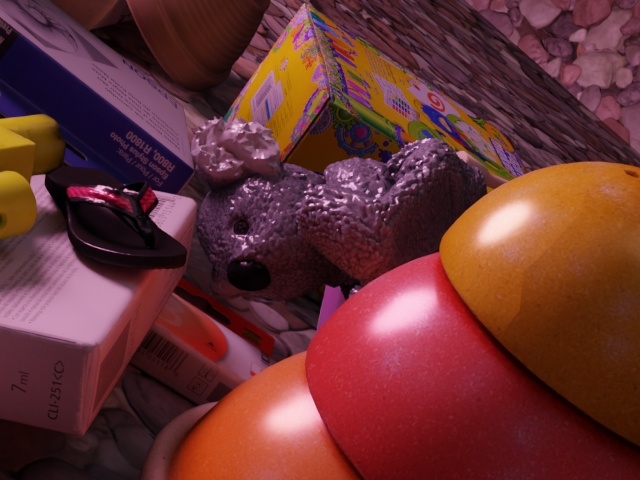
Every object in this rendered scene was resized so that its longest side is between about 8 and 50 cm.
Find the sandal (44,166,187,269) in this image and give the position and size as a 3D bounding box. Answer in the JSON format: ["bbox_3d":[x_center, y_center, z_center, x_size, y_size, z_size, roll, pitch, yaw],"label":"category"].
[{"bbox_3d":[-0.141,-0.026,1.006,0.067,0.040,0.179,2,22,-29],"label":"sandal"}]

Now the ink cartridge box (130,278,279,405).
[{"bbox_3d":[-0.087,0.066,1.172,0.145,0.045,0.179,34,21,-11],"label":"ink cartridge box"}]

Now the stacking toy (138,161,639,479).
[{"bbox_3d":[0.151,0.079,0.879,0.350,0.480,0.350,33,19,-13],"label":"stacking toy"}]

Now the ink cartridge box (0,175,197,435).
[{"bbox_3d":[-0.237,0.012,0.999,0.261,0.066,0.296,13,19,3],"label":"ink cartridge box"}]

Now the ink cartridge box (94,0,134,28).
[{"bbox_3d":[-0.261,-0.313,1.700,0.139,0.082,0.191,38,20,3],"label":"ink cartridge box"}]

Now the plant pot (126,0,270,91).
[{"bbox_3d":[-0.127,-0.291,1.674,0.237,0.110,0.237,-17,90,-72],"label":"plant pot"}]

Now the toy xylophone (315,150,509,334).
[{"bbox_3d":[0.157,0.069,1.329,0.323,0.236,0.081,28,-18,-23],"label":"toy xylophone"}]

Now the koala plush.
[{"bbox_3d":[0.000,0.000,1.183,0.221,0.196,0.203,9,38,28],"label":"koala plush"}]

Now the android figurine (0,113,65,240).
[{"bbox_3d":[-0.300,-0.058,0.956,0.248,0.056,0.273,26,25,28],"label":"android figurine"}]

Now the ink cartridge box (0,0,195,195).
[{"bbox_3d":[-0.198,-0.124,1.216,0.223,0.045,0.224,38,14,-22],"label":"ink cartridge box"}]

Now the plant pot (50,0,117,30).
[{"bbox_3d":[-0.314,-0.336,1.366,0.305,0.334,0.334,39,15,-31],"label":"plant pot"}]

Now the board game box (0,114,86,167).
[{"bbox_3d":[-0.218,-0.077,1.267,0.170,0.048,0.141,15,31,-48],"label":"board game box"}]

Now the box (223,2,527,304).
[{"bbox_3d":[0.060,-0.054,1.508,0.279,0.177,0.290,31,19,-17],"label":"box"}]
